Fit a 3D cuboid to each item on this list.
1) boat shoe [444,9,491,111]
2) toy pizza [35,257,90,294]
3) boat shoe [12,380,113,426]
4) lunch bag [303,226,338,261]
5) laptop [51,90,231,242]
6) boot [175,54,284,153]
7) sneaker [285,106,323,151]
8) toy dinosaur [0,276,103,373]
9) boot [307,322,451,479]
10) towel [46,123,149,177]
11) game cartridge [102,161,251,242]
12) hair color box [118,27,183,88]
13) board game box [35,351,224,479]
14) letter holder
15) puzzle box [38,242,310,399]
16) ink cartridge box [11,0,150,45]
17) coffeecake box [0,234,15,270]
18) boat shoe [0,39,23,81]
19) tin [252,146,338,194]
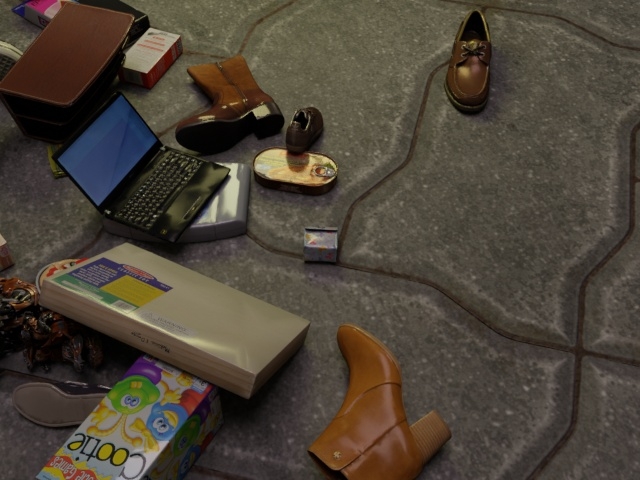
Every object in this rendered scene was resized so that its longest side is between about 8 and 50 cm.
[{"bbox_3d":[0.363,-0.447,2.058,0.110,0.104,0.307,4,49,3],"label":"boat shoe"},{"bbox_3d":[-0.429,0.087,1.577,0.201,0.032,0.201,20,24,-9],"label":"toy pizza"},{"bbox_3d":[-0.433,0.282,1.467,0.206,0.075,0.065,4,6,10],"label":"boat shoe"},{"bbox_3d":[0.000,0.000,1.705,0.071,0.053,0.083,4,40,1],"label":"lunch bag"},{"bbox_3d":[-0.356,-0.154,1.712,0.264,0.136,0.234,20,53,16],"label":"laptop"},{"bbox_3d":[-0.253,-0.337,1.966,0.264,0.096,0.280,-21,52,-17],"label":"boot"},{"bbox_3d":[-0.031,-0.271,1.905,0.066,0.071,0.188,11,36,6],"label":"sneaker"},{"bbox_3d":[-0.549,0.155,1.537,0.322,0.164,0.218,14,33,35],"label":"toy dinosaur"},{"bbox_3d":[0.057,0.290,1.421,0.211,0.104,0.295,-30,60,-24],"label":"boot"},{"bbox_3d":[-0.495,-0.209,1.901,0.237,0.021,0.102,-17,52,-15],"label":"towel"},{"bbox_3d":[-0.300,-0.083,1.775,0.297,0.062,0.198,0,45,0],"label":"game cartridge"},{"bbox_3d":[-0.425,-0.455,2.094,0.093,0.053,0.167,17,53,16],"label":"hair color box"},{"bbox_3d":[-0.296,0.334,1.354,0.144,0.142,0.275,24,53,19],"label":"board game box"},{"bbox_3d":[-0.546,-0.379,1.920,0.214,0.152,0.302,14,59,20],"label":"letter holder"},{"bbox_3d":[-0.247,0.128,1.486,0.409,0.052,0.272,22,20,13],"label":"puzzle box"},{"bbox_3d":[-0.639,-0.600,2.214,0.371,0.069,0.176,31,55,26],"label":"ink cartridge box"},{"bbox_3d":[-0.728,0.028,1.664,0.185,0.068,0.142,-32,55,-25],"label":"coffeecake box"},{"bbox_3d":[-0.920,-0.470,2.021,0.500,0.187,0.156,9,55,14],"label":"boat shoe"},{"bbox_3d":[-0.055,-0.153,1.848,0.189,0.040,0.106,10,54,8],"label":"tin"}]
